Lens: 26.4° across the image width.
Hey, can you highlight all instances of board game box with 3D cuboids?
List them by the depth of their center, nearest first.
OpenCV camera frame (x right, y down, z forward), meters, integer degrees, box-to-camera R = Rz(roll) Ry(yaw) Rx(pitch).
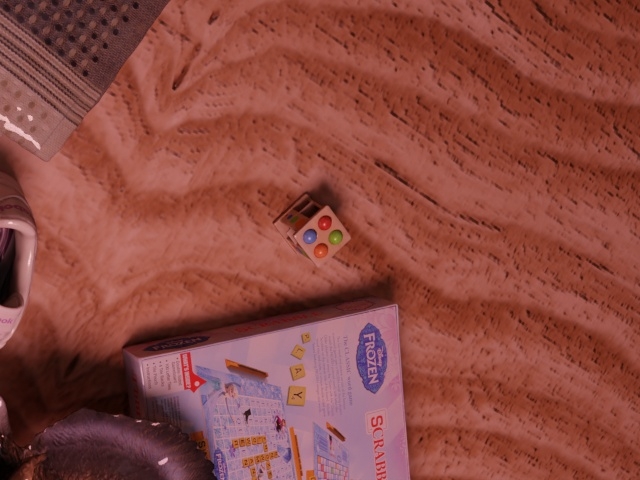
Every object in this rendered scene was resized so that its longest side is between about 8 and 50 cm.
[{"bbox_3d":[-0.051,0.247,1.559,0.317,0.066,0.319,-10,103,-25],"label":"board game box"}]

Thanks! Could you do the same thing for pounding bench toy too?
[{"bbox_3d":[0.000,0.000,1.528,0.052,0.065,0.083,-43,121,-10],"label":"pounding bench toy"}]

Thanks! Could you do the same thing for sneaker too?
[{"bbox_3d":[-0.362,0.084,1.316,0.114,0.152,0.305,19,98,-33],"label":"sneaker"}]

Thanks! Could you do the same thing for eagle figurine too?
[{"bbox_3d":[-0.268,0.269,1.357,0.298,0.226,0.225,11,97,-69],"label":"eagle figurine"}]

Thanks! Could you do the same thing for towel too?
[{"bbox_3d":[-0.294,-0.280,1.302,0.324,0.056,0.312,40,83,-29],"label":"towel"}]
